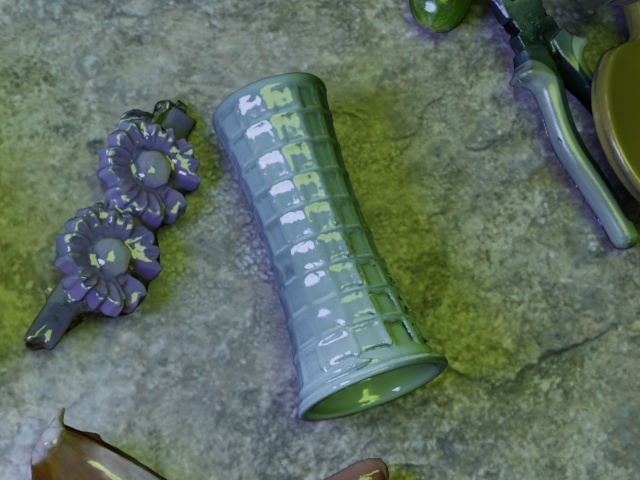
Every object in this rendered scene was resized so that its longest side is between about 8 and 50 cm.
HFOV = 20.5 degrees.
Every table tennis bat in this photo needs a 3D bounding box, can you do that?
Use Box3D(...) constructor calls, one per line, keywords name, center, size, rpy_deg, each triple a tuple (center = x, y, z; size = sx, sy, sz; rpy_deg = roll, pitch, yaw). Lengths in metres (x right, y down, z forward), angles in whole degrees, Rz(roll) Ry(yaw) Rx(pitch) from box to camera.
Box3D(name="table tennis bat", center=(0.338, -0.154, 1.739), size=(0.198, 0.050, 0.321), rpy_deg=(10, 60, -33))

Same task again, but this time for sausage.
Box3D(name="sausage", center=(-0.025, 0.240, 1.575), size=(0.186, 0.043, 0.043), rpy_deg=(-19, 76, -14))

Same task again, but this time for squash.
Box3D(name="squash", center=(0.144, -0.306, 1.770), size=(0.066, 0.066, 0.229), rpy_deg=(23, 70, -2))

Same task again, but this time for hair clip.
Box3D(name="hair clip", center=(-0.183, -0.014, 1.618), size=(0.106, 0.084, 0.292), rpy_deg=(35, 64, -17))

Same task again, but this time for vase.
Box3D(name="vase", center=(0.000, 0.000, 1.610), size=(0.143, 0.143, 0.299), rpy_deg=(-16, 74, -14))

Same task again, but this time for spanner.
Box3D(name="spanner", center=(0.238, -0.144, 1.722), size=(0.095, 0.040, 0.325), rpy_deg=(-29, 88, -29))

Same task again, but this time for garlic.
Box3D(name="garlic", center=(-0.157, 0.232, 1.505), size=(0.198, 0.128, 0.090), rpy_deg=(37, 68, 11))

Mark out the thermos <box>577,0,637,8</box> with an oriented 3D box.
Box3D(name="thermos", center=(0.265, -0.297, 1.732), size=(0.137, 0.105, 0.193), rpy_deg=(-23, 41, 15))
